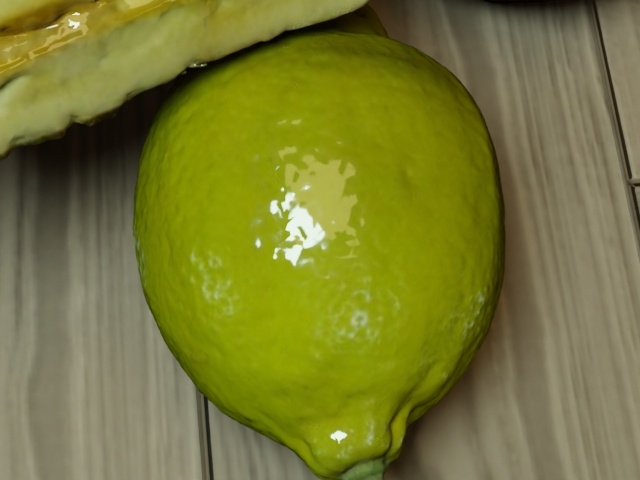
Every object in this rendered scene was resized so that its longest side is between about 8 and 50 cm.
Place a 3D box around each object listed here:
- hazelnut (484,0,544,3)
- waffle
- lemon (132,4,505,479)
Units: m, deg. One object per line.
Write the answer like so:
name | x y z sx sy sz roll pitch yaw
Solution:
hazelnut | 0.108 -0.235 0.920 0.210 0.186 0.210 -5 67 13
waffle | -0.156 -0.188 0.832 0.261 0.114 0.376 -22 37 -19
lemon | 0.000 0.000 0.799 0.184 0.184 0.248 1 72 -4
